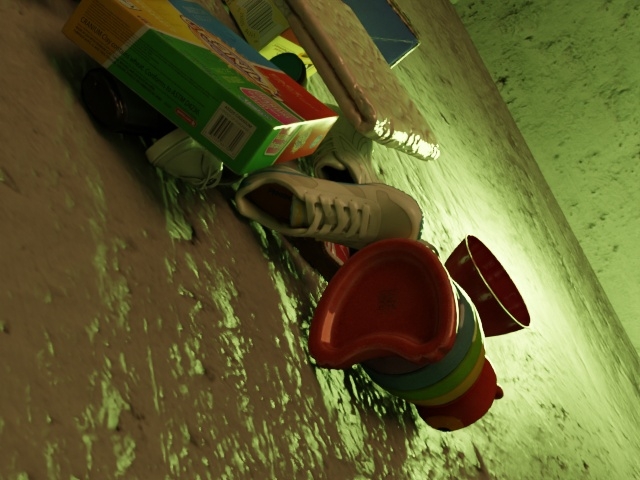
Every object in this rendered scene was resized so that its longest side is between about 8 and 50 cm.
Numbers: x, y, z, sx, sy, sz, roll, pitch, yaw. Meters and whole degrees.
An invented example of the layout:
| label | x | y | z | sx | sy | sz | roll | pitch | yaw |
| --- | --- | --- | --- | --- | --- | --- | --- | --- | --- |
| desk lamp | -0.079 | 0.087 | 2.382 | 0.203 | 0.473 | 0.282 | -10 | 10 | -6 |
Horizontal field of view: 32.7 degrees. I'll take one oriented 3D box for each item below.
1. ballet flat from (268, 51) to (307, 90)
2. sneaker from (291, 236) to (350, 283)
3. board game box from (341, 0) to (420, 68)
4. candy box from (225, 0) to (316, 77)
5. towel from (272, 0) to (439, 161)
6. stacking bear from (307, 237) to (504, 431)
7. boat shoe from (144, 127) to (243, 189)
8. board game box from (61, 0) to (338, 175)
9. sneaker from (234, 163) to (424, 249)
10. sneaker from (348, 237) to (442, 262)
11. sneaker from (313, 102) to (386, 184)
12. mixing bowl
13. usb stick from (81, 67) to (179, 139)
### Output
| label | x | y | z | sx | sy | sz | roll | pitch | yaw |
| --- | --- | --- | --- | --- | --- | --- | --- | --- | --- |
| ballet flat | -0.055 | -0.200 | 1.603 | 0.232 | 0.080 | 0.073 | -87 | 166 | -57 |
| sneaker | 0.000 | 0.000 | 1.412 | 0.118 | 0.042 | 0.067 | 55 | 22 | -23 |
| board game box | 0.061 | -0.450 | 2.108 | 0.232 | 0.141 | 0.291 | 49 | 13 | -16 |
| candy box | -0.105 | -0.434 | 1.820 | 0.316 | 0.087 | 0.183 | 62 | 20 | 17 |
| towel | 0.050 | -0.269 | 1.697 | 0.317 | 0.053 | 0.332 | 58 | 18 | 15 |
| stacking bear | 0.130 | 0.137 | 1.327 | 0.289 | 0.175 | 0.164 | 50 | 41 | -48 |
| boat shoe | -0.135 | -0.087 | 1.225 | 0.063 | 0.066 | 0.184 | 56 | 10 | 8 |
| board game box | -0.121 | -0.184 | 1.246 | 0.242 | 0.064 | 0.316 | 39 | 15 | 4 |
| sneaker | 0.009 | -0.031 | 1.298 | 0.092 | 0.228 | 0.087 | -40 | 139 | -67 |
| sneaker | 0.094 | 0.037 | 1.505 | 0.163 | 0.086 | 0.226 | 35 | -23 | 31 |
| sneaker | 0.027 | -0.120 | 1.614 | 0.115 | 0.090 | 0.232 | 19 | 39 | -54 |
| mixing bowl | 0.249 | 0.088 | 1.766 | 0.181 | 0.098 | 0.181 | 47 | 21 | -24 |
| usb stick | -0.175 | -0.147 | 1.243 | 0.077 | 0.045 | 0.278 | 58 | 19 | 12 |
